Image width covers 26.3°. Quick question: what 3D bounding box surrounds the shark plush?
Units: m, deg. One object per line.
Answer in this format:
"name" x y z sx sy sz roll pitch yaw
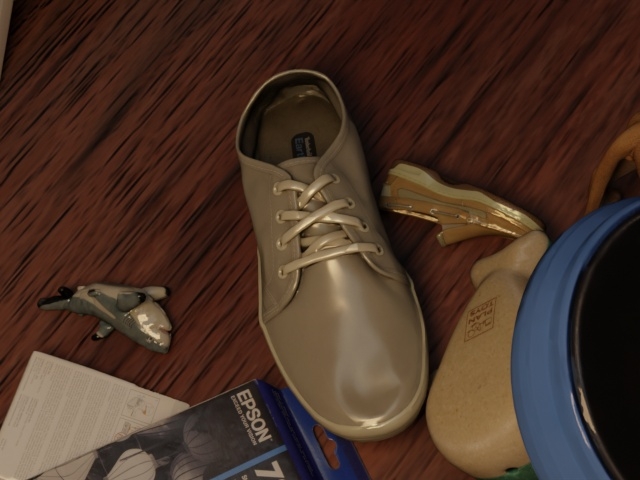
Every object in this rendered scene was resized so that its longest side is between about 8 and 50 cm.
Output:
"shark plush" -0.239 0.081 1.500 0.161 0.073 0.067 6 96 6

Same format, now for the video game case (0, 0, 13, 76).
"video game case" -0.430 -0.300 1.640 0.022 0.190 0.173 -25 59 -41

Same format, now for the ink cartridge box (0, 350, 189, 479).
"ink cartridge box" -0.247 0.212 1.456 0.179 0.045 0.145 20 68 -3

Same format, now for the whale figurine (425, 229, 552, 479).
"whale figurine" 0.205 0.123 1.376 0.216 0.141 0.272 -34 34 36

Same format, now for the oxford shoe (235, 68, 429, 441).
"oxford shoe" 0.000 0.000 1.440 0.169 0.130 0.449 -14 59 2

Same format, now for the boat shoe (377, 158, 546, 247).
"boat shoe" 0.150 -0.024 1.490 0.190 0.068 0.072 22 82 28

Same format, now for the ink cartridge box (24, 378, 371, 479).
"ink cartridge box" -0.119 0.254 1.375 0.333 0.065 0.165 -24 63 -11

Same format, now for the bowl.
"bowl" 0.364 0.133 1.269 0.391 0.077 0.391 8 68 -20

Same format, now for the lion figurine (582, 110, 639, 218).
"lion figurine" 0.429 -0.102 1.375 0.392 0.240 0.142 -19 57 -1
